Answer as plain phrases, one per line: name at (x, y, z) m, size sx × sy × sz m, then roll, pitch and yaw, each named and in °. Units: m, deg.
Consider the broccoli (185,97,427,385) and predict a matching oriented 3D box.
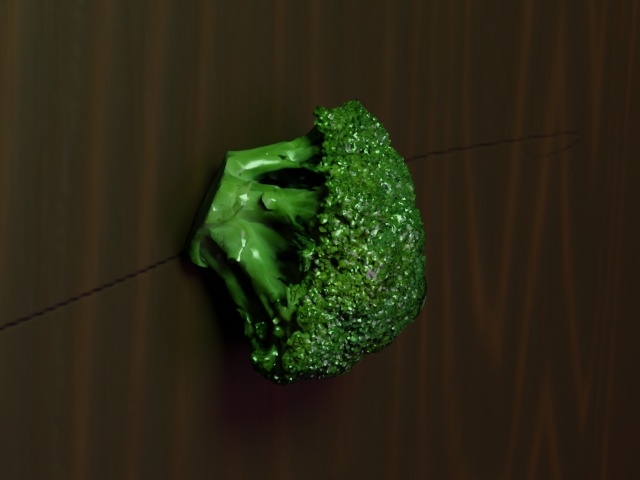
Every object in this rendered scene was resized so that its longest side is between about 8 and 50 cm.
broccoli at (0.000, 0.000, 1.073) m, size 0.138 × 0.146 × 0.162 m, roll 24°, pitch 98°, yaw -12°
